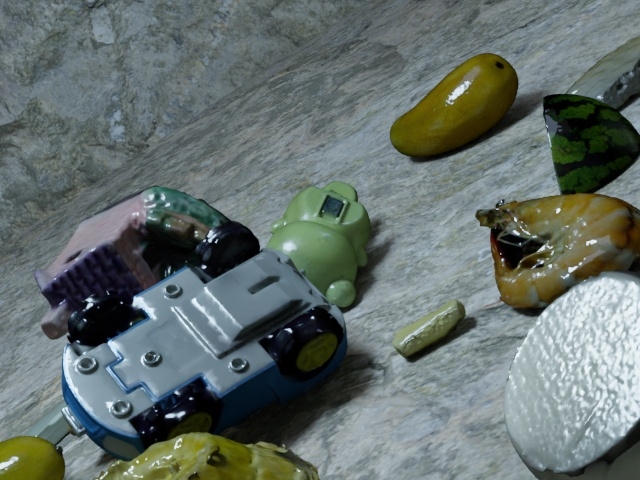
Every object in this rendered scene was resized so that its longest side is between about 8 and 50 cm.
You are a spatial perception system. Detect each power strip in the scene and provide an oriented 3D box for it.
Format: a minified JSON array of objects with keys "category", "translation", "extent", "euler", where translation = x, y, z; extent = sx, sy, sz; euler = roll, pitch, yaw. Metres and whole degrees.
[{"category":"power strip","translation":[-0.331,0.225,1.753],"extent":[0.191,0.030,0.047],"euler":[-42,18,-32]}]

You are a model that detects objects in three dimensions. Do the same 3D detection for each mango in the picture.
[{"category":"mango","translation":[0.190,-0.187,1.905],"extent":[0.227,0.099,0.136],"euler":[-30,19,36]},{"category":"mango","translation":[-0.403,0.300,1.568],"extent":[0.237,0.091,0.137],"euler":[-20,14,34]}]

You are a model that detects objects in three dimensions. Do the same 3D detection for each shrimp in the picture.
[{"category":"shrimp","translation":[0.222,0.010,1.356],"extent":[0.152,0.063,0.287],"euler":[-48,22,-14]}]

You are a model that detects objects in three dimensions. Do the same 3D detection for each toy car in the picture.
[{"category":"toy car","translation":[-0.124,0.129,1.392],"extent":[0.314,0.166,0.198],"euler":[-31,53,-23]}]

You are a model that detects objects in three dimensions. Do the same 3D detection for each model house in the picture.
[{"category":"model house","translation":[-0.207,0.094,1.575],"extent":[0.202,0.237,0.237],"euler":[-15,27,28]}]

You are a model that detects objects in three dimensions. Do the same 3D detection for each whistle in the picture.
[{"category":"whistle","translation":[0.000,0.000,1.666],"extent":[0.288,0.131,0.106],"euler":[-66,-4,-61]}]

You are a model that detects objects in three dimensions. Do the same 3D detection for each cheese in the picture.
[{"category":"cheese","translation":[0.113,0.090,1.353],"extent":[0.083,0.030,0.044],"euler":[-36,22,6]}]

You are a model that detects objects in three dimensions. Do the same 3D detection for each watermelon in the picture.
[{"category":"watermelon","translation":[0.294,-0.096,1.521],"extent":[0.135,0.125,0.094],"euler":[-62,-1,-27]}]

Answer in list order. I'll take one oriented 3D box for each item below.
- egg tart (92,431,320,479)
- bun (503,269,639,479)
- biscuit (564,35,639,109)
[{"category":"egg tart","translation":[-0.135,0.255,1.181],"extent":[0.290,0.115,0.290],"euler":[-27,15,8]},{"category":"bun","translation":[0.222,0.113,0.936],"extent":[0.173,0.120,0.173],"euler":[-35,37,32]},{"category":"biscuit","translation":[0.412,-0.236,1.745],"extent":[0.290,0.038,0.141],"euler":[-37,17,-18]}]
